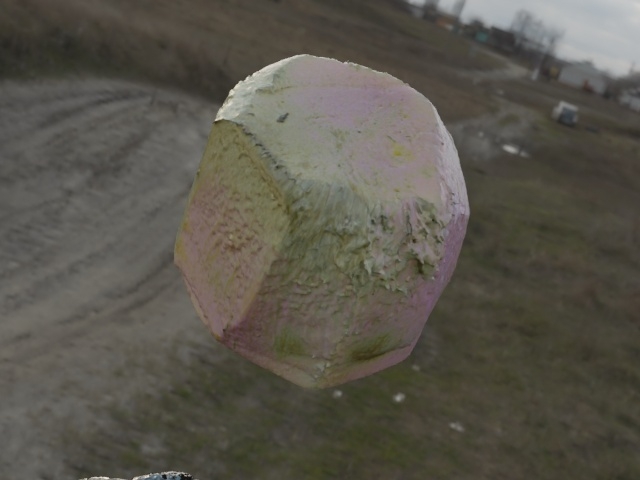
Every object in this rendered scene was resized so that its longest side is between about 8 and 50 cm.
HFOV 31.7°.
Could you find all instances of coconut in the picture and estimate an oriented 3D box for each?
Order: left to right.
[{"bbox_3d":[0.000,0.000,0.931,0.233,0.245,0.233,10,43,-9],"label":"coconut"}]

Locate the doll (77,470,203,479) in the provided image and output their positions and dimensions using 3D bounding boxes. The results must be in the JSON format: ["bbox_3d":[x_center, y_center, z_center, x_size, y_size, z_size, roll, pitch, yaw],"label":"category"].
[{"bbox_3d":[-0.091,0.193,0.720,0.165,0.057,0.139,-6,14,3],"label":"doll"}]
